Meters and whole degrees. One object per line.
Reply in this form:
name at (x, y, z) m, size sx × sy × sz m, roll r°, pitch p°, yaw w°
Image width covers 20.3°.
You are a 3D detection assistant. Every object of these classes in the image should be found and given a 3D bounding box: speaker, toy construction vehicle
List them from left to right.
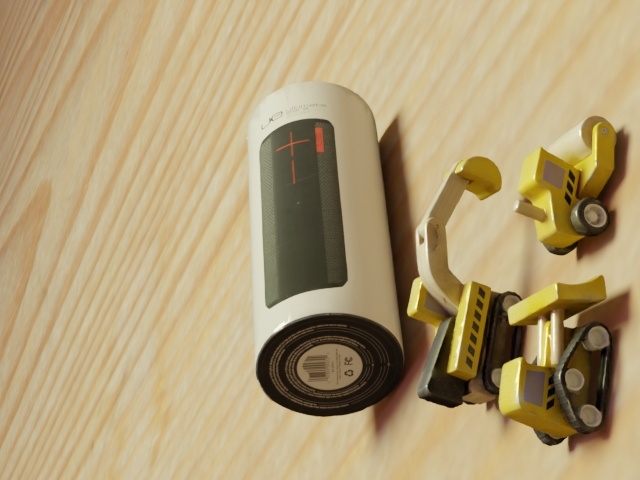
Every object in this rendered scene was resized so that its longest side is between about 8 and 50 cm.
speaker at (0.000, 0.000, 0.684) m, size 0.136 × 0.055 × 0.055 m, roll -94°, pitch 25°, yaw -47°
toy construction vehicle at (0.055, 0.013, 0.534) m, size 0.086 × 0.035 × 0.098 m, roll 147°, pitch 135°, yaw -65°
